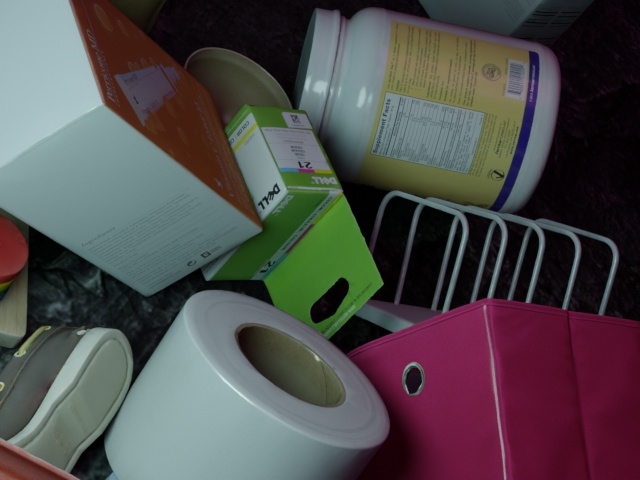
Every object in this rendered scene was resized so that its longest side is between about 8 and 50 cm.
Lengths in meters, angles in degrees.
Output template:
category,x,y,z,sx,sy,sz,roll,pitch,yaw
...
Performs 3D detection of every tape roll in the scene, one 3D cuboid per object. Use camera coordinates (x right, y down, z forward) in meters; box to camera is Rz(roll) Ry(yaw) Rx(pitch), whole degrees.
category,x,y,z,sx,sy,sz,roll,pitch,yaw
tape roll,-0.074,0.189,1.523,0.246,0.169,0.246,30,20,-12

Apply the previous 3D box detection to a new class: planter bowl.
category,x,y,z,sx,sy,sz,roll,pitch,yaw
planter bowl,-0.128,-0.150,1.911,0.162,0.109,0.162,24,41,-22

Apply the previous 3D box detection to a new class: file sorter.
category,x,y,z,sx,sy,sz,roll,pitch,yaw
file sorter,0.211,0.049,1.903,0.277,0.173,0.193,10,7,-35

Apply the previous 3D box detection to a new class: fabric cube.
category,x,y,z,sx,sy,sz,roll,pitch,yaw
fabric cube,0.203,0.232,1.668,0.259,0.254,0.258,10,67,-36

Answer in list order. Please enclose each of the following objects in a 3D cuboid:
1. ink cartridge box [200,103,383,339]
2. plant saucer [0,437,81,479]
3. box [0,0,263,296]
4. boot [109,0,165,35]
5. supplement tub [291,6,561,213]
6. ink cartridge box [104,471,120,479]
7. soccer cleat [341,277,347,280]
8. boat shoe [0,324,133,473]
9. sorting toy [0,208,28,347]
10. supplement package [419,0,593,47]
category,x,y,z,sx,sy,sz,roll,pitch,yaw
ink cartridge box,-0.055,-0.004,1.769,0.097,0.189,0.255,2,53,-42
plant saucer,-0.354,0.272,1.262,0.258,0.048,0.259,31,75,-15
box,-0.236,-0.115,1.616,0.345,0.168,0.215,39,25,-58
boot,-0.230,-0.301,1.833,0.089,0.269,0.236,31,38,-12
supplement tub,0.133,-0.179,2.011,0.331,0.241,0.241,12,43,-5
ink cartridge box,-0.152,0.385,1.413,0.185,0.065,0.311,27,42,-19
soccer cleat,0.000,0.000,1.908,0.179,0.060,0.072,33,21,-45
boat shoe,-0.300,0.201,1.425,0.096,0.117,0.324,9,45,27
sorting toy,-0.415,-0.042,1.568,0.255,0.089,0.257,18,43,-28
supplement package,0.304,-0.407,2.469,0.149,0.203,0.194,-7,60,-46
